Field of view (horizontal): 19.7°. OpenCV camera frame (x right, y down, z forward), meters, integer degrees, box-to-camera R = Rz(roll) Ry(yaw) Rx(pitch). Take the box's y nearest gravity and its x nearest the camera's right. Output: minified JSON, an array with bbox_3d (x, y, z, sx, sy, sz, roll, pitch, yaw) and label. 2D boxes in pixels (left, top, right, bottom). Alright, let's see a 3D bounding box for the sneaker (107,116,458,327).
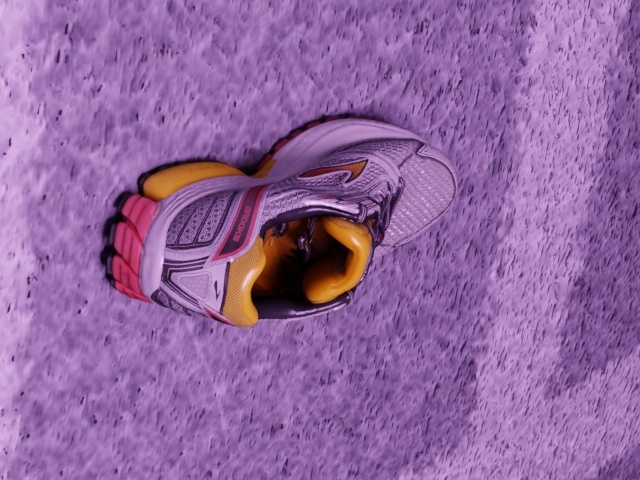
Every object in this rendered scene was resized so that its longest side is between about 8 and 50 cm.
[{"bbox_3d":[0.000,0.000,0.934,0.225,0.093,0.088,-22,127,-46],"label":"sneaker"}]
